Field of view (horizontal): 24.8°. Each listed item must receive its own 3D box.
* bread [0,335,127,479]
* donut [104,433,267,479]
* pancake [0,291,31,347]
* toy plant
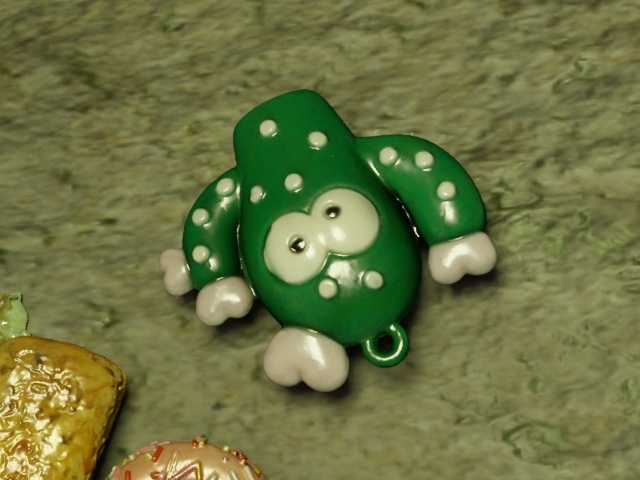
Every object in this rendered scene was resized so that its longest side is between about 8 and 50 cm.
[{"bbox_3d":[-0.234,0.182,1.150,0.114,0.083,0.211,15,73,1],"label":"bread"},{"bbox_3d":[-0.103,0.206,1.159,0.166,0.065,0.117,7,67,1],"label":"donut"},{"bbox_3d":[-0.325,0.238,1.196,0.304,0.067,0.427,-28,74,0],"label":"pancake"},{"bbox_3d":[0.005,-0.001,1.173,0.243,0.112,0.232,38,84,20],"label":"toy plant"}]
